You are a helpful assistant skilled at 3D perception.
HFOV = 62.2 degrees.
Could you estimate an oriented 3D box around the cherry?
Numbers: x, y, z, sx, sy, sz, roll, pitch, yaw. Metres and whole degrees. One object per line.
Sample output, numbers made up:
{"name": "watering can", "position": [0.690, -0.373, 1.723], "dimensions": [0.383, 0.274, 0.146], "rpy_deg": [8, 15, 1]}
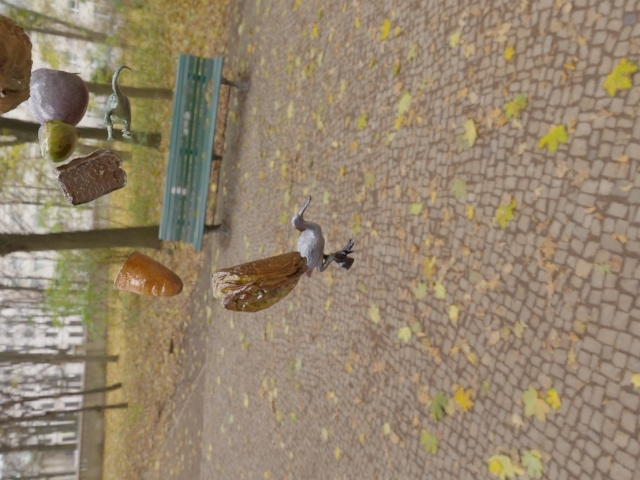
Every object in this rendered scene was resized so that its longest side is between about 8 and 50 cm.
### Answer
{"name": "cherry", "position": [-0.952, -0.519, 1.919], "dimensions": [0.183, 0.213, 0.266], "rpy_deg": [142, 125, -59]}

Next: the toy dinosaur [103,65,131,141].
{"name": "toy dinosaur", "position": [-0.605, -0.388, 1.590], "dimensions": [0.363, 0.076, 0.147], "rpy_deg": [156, 114, -70]}

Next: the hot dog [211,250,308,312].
{"name": "hot dog", "position": [-0.158, 0.113, 1.470], "dimensions": [0.122, 0.272, 0.196], "rpy_deg": [69, 153, 22]}

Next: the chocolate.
{"name": "chocolate", "position": [-0.783, -0.223, 1.810], "dimensions": [0.093, 0.214, 0.148], "rpy_deg": [38, 146, 40]}

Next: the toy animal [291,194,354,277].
{"name": "toy animal", "position": [-0.024, 0.007, 1.700], "dimensions": [0.195, 0.324, 0.090], "rpy_deg": [-41, 40, 5]}

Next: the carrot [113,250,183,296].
{"name": "carrot", "position": [-0.613, 0.145, 1.946], "dimensions": [0.159, 0.225, 0.159], "rpy_deg": [-157, 90, -83]}

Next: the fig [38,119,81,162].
{"name": "fig", "position": [-0.888, -0.336, 1.788], "dimensions": [0.136, 0.120, 0.153], "rpy_deg": [-30, 42, 62]}

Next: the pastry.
{"name": "pastry", "position": [-0.753, -0.404, 1.135], "dimensions": [0.311, 0.255, 0.162], "rpy_deg": [-35, 49, 53]}
